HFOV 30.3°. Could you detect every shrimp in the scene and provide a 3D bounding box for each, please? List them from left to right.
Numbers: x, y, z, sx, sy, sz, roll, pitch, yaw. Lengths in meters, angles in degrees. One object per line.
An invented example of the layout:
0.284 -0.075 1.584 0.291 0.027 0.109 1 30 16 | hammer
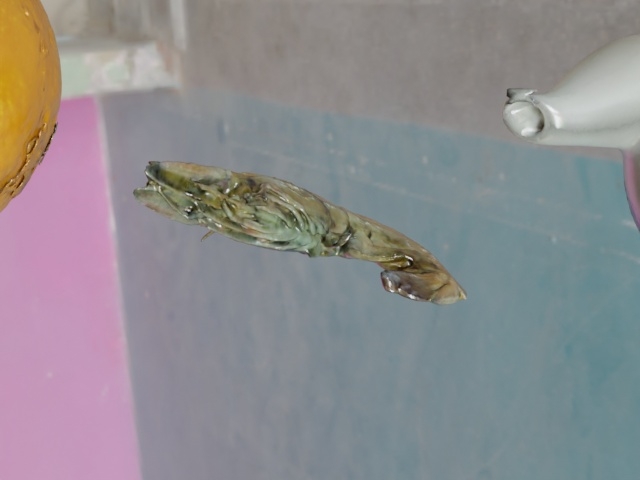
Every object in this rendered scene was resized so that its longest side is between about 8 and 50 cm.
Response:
0.000 0.000 0.866 0.169 0.296 0.058 29 101 36 | shrimp

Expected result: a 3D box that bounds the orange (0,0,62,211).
-0.300 -0.110 0.791 0.246 0.246 0.246 32 127 58 | orange

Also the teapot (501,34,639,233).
0.318 -0.036 0.737 0.280 0.424 0.252 -68 -2 -47 | teapot
